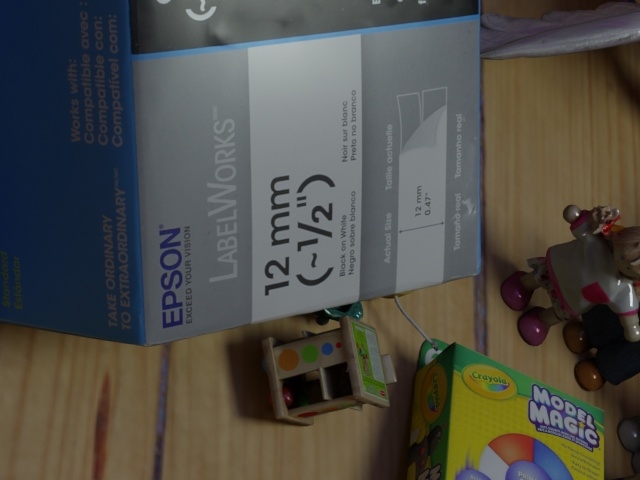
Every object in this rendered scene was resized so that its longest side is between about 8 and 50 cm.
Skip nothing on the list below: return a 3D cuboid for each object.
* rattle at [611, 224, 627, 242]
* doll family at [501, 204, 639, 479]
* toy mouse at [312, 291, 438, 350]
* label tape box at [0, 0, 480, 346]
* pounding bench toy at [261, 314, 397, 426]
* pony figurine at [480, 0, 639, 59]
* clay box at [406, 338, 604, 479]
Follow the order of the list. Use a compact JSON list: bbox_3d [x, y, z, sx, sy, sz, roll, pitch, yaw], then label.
[{"bbox_3d":[0.328,-0.015,1.309,0.130,0.200,0.143,10,39,-49],"label":"rattle"},{"bbox_3d":[0.255,0.082,1.241,0.118,0.163,0.263,-24,87,-42],"label":"doll family"},{"bbox_3d":[0.000,0.000,1.162,0.143,0.031,0.161,2,70,-38],"label":"toy mouse"},{"bbox_3d":[-0.074,-0.078,0.989,0.347,0.115,0.249,-12,109,-34],"label":"label tape box"},{"bbox_3d":[0.006,0.086,1.114,0.083,0.065,0.052,28,49,-65],"label":"pounding bench toy"},{"bbox_3d":[0.309,-0.187,1.324,0.363,0.351,0.303,53,49,-33],"label":"pony figurine"},{"bbox_3d":[0.121,0.163,1.150,0.127,0.053,0.222,25,48,-21],"label":"clay box"}]
